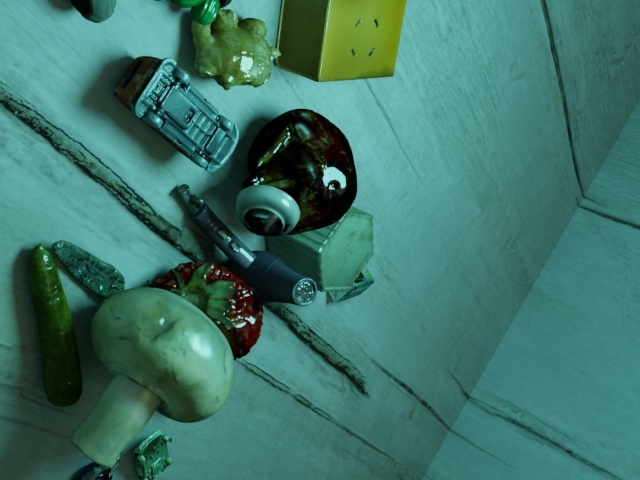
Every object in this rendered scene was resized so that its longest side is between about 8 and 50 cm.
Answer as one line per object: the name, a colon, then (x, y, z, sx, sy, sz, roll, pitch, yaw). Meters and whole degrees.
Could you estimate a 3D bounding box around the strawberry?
strawberry: (-0.221, 0.157, 1.666, 0.150, 0.253, 0.280, -54, 146, -28)

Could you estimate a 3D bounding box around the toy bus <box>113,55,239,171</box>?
toy bus: (-0.272, -0.240, 1.452, 0.121, 0.119, 0.265, -59, 145, -7)

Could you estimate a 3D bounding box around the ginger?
ginger: (-0.166, -0.377, 1.522, 0.216, 0.102, 0.157, -9, 90, -44)

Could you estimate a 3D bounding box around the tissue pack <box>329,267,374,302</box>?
tissue pack: (0.082, 0.119, 2.184, 0.111, 0.079, 0.085, -14, 157, -46)

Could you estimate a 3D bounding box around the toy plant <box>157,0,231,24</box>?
toy plant: (-0.219, -0.472, 1.393, 0.200, 0.105, 0.143, -37, 131, -19)

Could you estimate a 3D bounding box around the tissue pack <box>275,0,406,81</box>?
tissue pack: (0.048, -0.472, 1.704, 0.274, 0.145, 0.195, -17, 126, -48)

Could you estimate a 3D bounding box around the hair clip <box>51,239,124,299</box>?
hair clip: (-0.453, 0.051, 1.473, 0.066, 0.036, 0.229, -51, 150, -10)

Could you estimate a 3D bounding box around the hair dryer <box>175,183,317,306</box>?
hair dryer: (-0.185, 0.013, 1.655, 0.361, 0.301, 0.121, 46, 73, -28)

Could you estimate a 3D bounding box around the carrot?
carrot: (-0.508, 0.165, 1.450, 0.074, 0.074, 0.359, -26, 127, -42)

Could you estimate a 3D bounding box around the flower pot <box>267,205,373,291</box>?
flower pot: (0.000, 0.000, 1.897, 0.209, 0.189, 0.239, -32, 135, -37)

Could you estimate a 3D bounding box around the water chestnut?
water chestnut: (-0.052, -0.148, 1.696, 0.244, 0.289, 0.289, 20, 97, -17)

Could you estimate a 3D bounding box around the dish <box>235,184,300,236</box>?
dish: (-0.119, -0.040, 1.589, 0.141, 0.141, 0.078, 70, 27, -46)

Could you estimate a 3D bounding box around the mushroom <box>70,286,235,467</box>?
mushroom: (-0.328, 0.259, 1.533, 0.315, 0.315, 0.356, -6, 127, -51)

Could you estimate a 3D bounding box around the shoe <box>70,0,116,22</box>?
shoe: (-0.408, -0.422, 1.172, 0.125, 0.099, 0.228, -53, 139, -29)

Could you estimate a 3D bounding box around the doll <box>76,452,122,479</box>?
doll: (-0.510, 0.541, 1.683, 0.195, 0.070, 0.096, -46, 158, -13)

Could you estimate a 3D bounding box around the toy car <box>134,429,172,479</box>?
toy car: (-0.403, 0.510, 1.810, 0.093, 0.058, 0.186, -37, 149, -35)
